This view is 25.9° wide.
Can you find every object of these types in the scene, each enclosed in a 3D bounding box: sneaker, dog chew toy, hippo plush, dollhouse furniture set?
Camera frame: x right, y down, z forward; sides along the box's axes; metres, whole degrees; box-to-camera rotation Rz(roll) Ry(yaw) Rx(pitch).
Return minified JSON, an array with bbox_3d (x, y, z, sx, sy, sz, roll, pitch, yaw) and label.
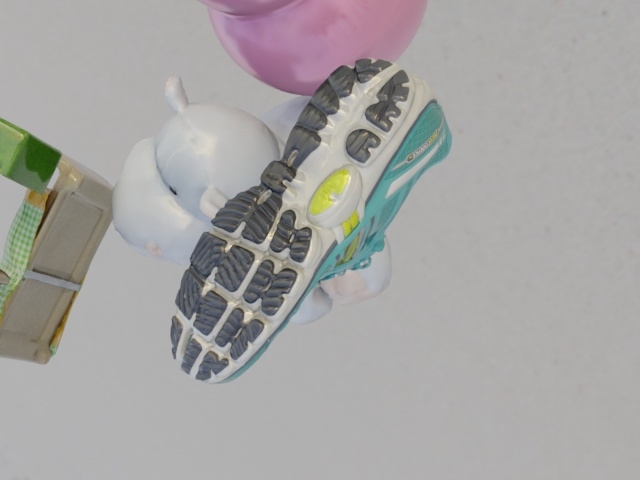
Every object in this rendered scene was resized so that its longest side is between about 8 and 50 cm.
[{"bbox_3d":[0.000,0.000,1.017,0.107,0.275,0.110,41,-179,43],"label":"sneaker"},{"bbox_3d":[-0.044,-0.267,1.188,0.206,0.207,0.332,24,169,40],"label":"dog chew toy"},{"bbox_3d":[-0.055,-0.036,1.303,0.294,0.236,0.234,-34,76,32],"label":"hippo plush"},{"bbox_3d":[-0.318,-0.013,1.266,0.151,0.198,0.301,26,177,13],"label":"dollhouse furniture set"}]
